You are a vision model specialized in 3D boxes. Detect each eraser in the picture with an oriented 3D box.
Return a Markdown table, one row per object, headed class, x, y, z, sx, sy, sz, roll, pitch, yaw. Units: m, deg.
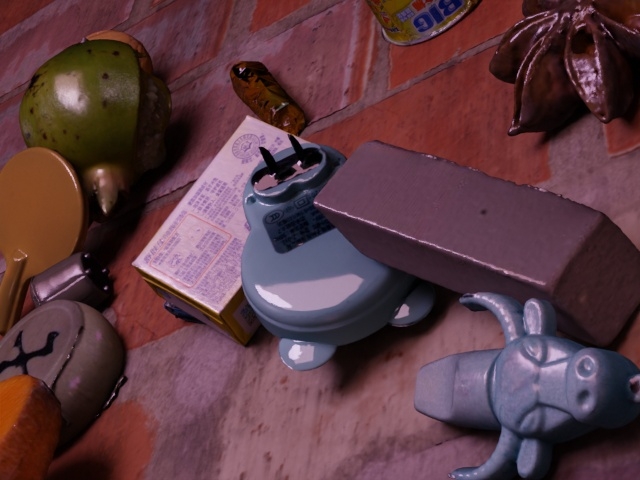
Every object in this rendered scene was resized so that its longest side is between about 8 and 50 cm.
| class | x | y | z | sx | sy | sz | roll | pitch | yaw |
| --- | --- | --- | --- | --- | --- | --- | --- | --- | --- |
| eraser | 0.163 | -0.005 | 1.285 | 0.352 | 0.077 | 0.111 | 21 | 61 | 36 |

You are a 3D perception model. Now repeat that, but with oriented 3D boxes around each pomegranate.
| class | x | y | z | sx | sy | sz | roll | pitch | yaw |
| --- | --- | --- | --- | --- | --- | --- | --- | --- | --- |
| pomegranate | -0.363 | -0.171 | 2.022 | 0.260 | 0.260 | 0.340 | -24 | 54 | 29 |

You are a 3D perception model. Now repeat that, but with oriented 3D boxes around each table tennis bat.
| class | x | y | z | sx | sy | sz | roll | pitch | yaw |
| --- | --- | --- | --- | --- | --- | --- | --- | --- | --- |
| table tennis bat | -0.460 | 0.007 | 1.955 | 0.198 | 0.050 | 0.320 | 31 | 110 | 27 |

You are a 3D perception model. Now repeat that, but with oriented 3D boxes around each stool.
| class | x | y | z | sx | sy | sz | roll | pitch | yaw |
| --- | --- | --- | --- | --- | --- | --- | --- | --- | --- |
| stool | -0.375 | 0.073 | 1.879 | 0.110 | 0.096 | 0.096 | -32 | 34 | 10 |

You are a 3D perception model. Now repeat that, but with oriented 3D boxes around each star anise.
| class | x | y | z | sx | sy | sz | roll | pitch | yaw |
| --- | --- | --- | --- | --- | --- | --- | --- | --- | --- |
| star anise | 0.330 | -0.252 | 1.458 | 0.315 | 0.108 | 0.315 | -30 | 31 | 21 |

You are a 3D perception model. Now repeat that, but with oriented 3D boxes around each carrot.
| class | x | y | z | sx | sy | sz | roll | pitch | yaw |
| --- | --- | --- | --- | --- | --- | --- | --- | --- | --- |
| carrot | -0.084 | -0.222 | 1.923 | 0.069 | 0.069 | 0.228 | -43 | 33 | 3 |
| carrot | -0.437 | 0.297 | 1.531 | 0.307 | 0.100 | 0.258 | -46 | 28 | -7 |

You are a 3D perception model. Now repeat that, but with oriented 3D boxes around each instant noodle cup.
| class | x | y | z | sx | sy | sz | roll | pitch | yaw |
| --- | --- | --- | --- | --- | --- | --- | --- | --- | --- |
| instant noodle cup | 0.133 | -0.407 | 1.809 | 0.205 | 0.153 | 0.205 | -28 | 35 | 22 |

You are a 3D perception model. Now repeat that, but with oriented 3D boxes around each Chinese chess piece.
| class | x | y | z | sx | sy | sz | roll | pitch | yaw |
| --- | --- | --- | --- | --- | --- | --- | --- | --- | --- |
| Chinese chess piece | -0.382 | 0.189 | 1.756 | 0.238 | 0.092 | 0.237 | -28 | 36 | 22 |

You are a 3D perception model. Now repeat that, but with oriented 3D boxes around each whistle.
| class | x | y | z | sx | sy | sz | roll | pitch | yaw |
| --- | --- | --- | --- | --- | --- | --- | --- | --- | --- |
| whistle | 0.195 | 0.140 | 1.175 | 0.274 | 0.093 | 0.186 | -9 | 73 | 47 |

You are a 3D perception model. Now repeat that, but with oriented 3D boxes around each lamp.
| class | x | y | z | sx | sy | sz | roll | pitch | yaw |
| --- | --- | --- | --- | --- | --- | --- | --- | --- | --- |
| lamp | 0.003 | 0.006 | 1.453 | 0.209 | 0.147 | 0.284 | -24 | 69 | -1 |

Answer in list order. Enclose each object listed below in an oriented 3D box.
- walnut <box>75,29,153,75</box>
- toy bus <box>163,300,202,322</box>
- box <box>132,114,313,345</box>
| class | x | y | z | sx | sy | sz | roll | pitch | yaw |
| --- | --- | --- | --- | --- | --- | --- | --- | --- | --- |
| walnut | -0.395 | -0.290 | 2.258 | 0.197 | 0.165 | 0.165 | -38 | 33 | 4 |
| toy bus | -0.171 | 0.087 | 1.681 | 0.083 | 0.046 | 0.038 | 4 | 58 | 47 |
| box | -0.096 | -0.017 | 1.619 | 0.168 | 0.097 | 0.265 | 24 | 71 | 32 |
